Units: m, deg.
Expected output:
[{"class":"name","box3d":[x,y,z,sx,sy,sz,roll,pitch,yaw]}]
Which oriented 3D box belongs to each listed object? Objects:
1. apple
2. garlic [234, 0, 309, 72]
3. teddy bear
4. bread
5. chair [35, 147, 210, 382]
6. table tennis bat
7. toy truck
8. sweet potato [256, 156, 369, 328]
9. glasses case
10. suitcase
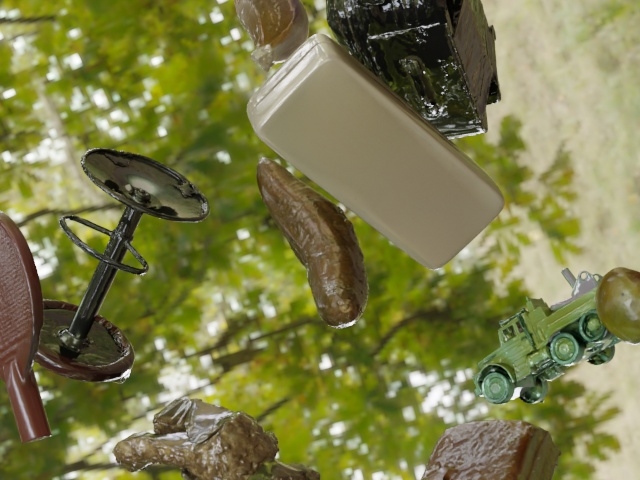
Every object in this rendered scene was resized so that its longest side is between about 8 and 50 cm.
[{"class":"apple","box3d":[0.337,0.068,1.446,0.089,0.074,0.089,31,-165,-9]},{"class":"garlic","box3d":[-0.096,-0.377,2.260,0.198,0.129,0.090,58,159,28]},{"class":"teddy bear","box3d":[-0.160,0.383,2.214,0.246,0.296,0.222,-37,-66,-51]},{"class":"bread","box3d":[0.235,0.377,2.005,0.110,0.184,0.234,55,-139,-26]},{"class":"chair","box3d":[-0.360,0.071,2.217,0.227,0.401,0.226,23,-159,-10]},{"class":"table tennis bat","box3d":[-0.407,0.109,1.738,0.038,0.200,0.310,-10,-102,-40]},{"class":"toy truck","box3d":[0.334,0.134,1.930,0.128,0.259,0.135,6,-130,-51]},{"class":"sweet potato","box3d":[0.003,0.002,1.827,0.114,0.092,0.341,24,-154,-38]},{"class":"glasses case","box3d":[0.072,-0.104,1.664,0.336,0.144,0.076,38,-163,-30]},{"class":"suitcase","box3d":[0.129,-0.323,1.900,0.434,0.194,0.283,52,-147,-60]}]
